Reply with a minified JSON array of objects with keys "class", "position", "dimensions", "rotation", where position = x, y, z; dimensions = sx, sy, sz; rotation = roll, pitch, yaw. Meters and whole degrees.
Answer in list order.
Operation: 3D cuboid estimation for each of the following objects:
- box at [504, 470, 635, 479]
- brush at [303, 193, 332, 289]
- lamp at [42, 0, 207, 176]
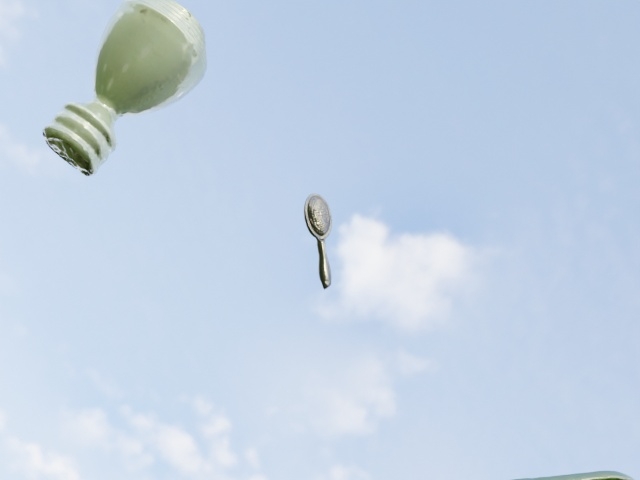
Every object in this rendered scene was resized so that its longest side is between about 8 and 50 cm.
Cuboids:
[{"class":"box","position":[0.136,0.330,0.895],"dimensions":[0.178,0.328,0.253],"rotation":[-140,-132,-65]},{"class":"brush","position":[0.000,0.000,0.936],"dimensions":[0.008,0.024,0.083],"rotation":[134,-45,-59]},{"class":"lamp","position":[-0.184,-0.151,1.109],"dimensions":[0.106,0.193,0.106],"rotation":[32,-22,14]}]
